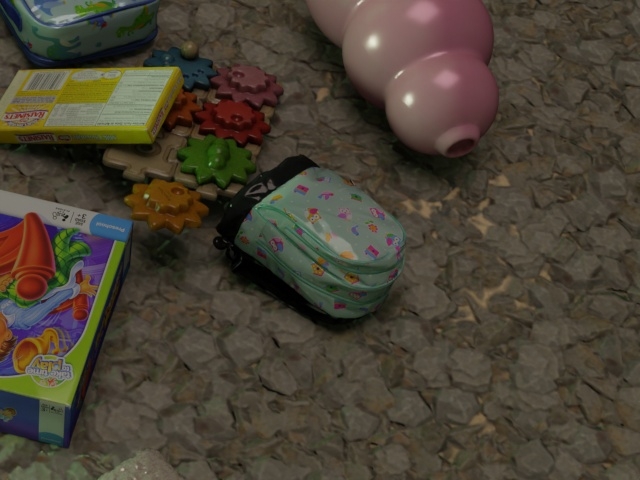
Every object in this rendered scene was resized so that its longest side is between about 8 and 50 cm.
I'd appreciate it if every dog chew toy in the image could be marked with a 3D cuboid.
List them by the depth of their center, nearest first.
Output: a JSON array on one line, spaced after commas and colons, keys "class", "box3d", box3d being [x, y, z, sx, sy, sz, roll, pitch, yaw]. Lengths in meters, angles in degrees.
[{"class": "dog chew toy", "box3d": [0.105, -0.242, 1.769, 0.206, 0.207, 0.332, -10, 62, -19]}]

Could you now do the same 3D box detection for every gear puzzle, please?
[{"class": "gear puzzle", "box3d": [-0.148, -0.119, 1.664, 0.175, 0.044, 0.339, 14, 38, 0]}]

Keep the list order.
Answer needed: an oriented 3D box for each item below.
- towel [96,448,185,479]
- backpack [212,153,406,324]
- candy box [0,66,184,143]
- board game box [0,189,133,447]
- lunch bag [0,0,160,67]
[{"class": "towel", "box3d": [-0.199, 0.314, 1.343, 0.282, 0.049, 0.187, -33, 65, -32]}, {"class": "backpack", "box3d": [0.000, 0.000, 1.597, 0.182, 0.115, 0.152, 40, 52, 16]}, {"class": "candy box", "box3d": [-0.259, -0.147, 1.669, 0.205, 0.027, 0.105, 2, 48, 22]}, {"class": "board game box", "box3d": [-0.382, 0.050, 1.501, 0.347, 0.078, 0.233, 13, 50, -1]}, {"class": "lunch bag", "box3d": [-0.303, -0.308, 1.800, 0.176, 0.090, 0.219, -20, 58, -26]}]
